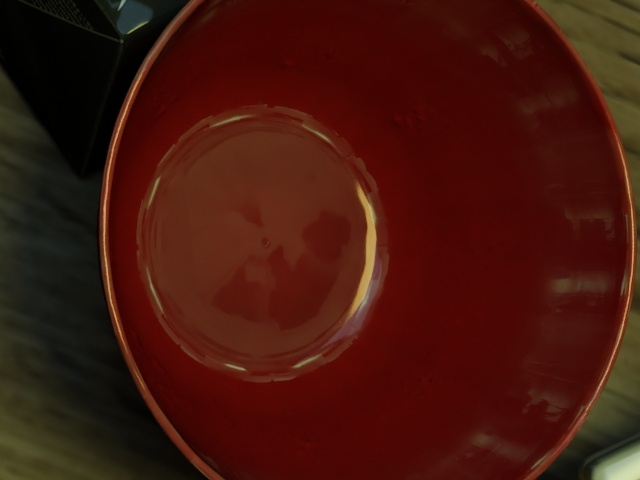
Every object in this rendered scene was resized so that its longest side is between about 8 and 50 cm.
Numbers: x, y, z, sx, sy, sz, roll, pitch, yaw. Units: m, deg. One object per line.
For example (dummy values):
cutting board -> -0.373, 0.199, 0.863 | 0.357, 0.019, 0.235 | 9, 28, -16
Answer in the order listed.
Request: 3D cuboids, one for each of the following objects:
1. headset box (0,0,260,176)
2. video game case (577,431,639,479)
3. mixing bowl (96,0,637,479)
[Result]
headset box -> -0.022, -0.193, 0.531 | 0.293, 0.110, 0.218 | -33, 81, -25
video game case -> 0.256, 0.110, 0.470 | 0.285, 0.025, 0.204 | -24, 89, -4
mixing bowl -> 0.000, 0.000, 0.453 | 0.181, 0.098, 0.181 | 1, 87, -27
